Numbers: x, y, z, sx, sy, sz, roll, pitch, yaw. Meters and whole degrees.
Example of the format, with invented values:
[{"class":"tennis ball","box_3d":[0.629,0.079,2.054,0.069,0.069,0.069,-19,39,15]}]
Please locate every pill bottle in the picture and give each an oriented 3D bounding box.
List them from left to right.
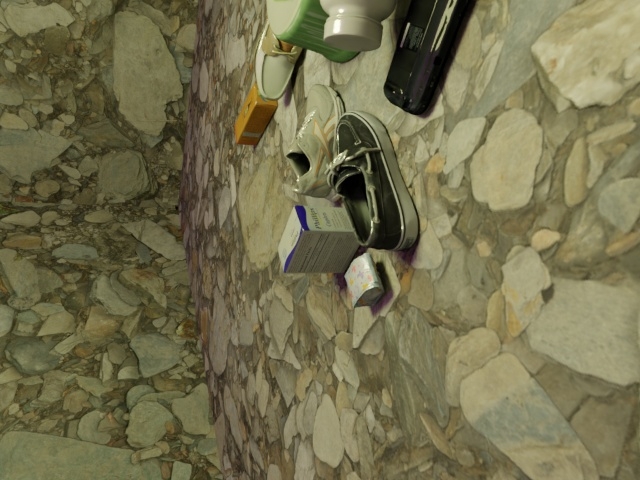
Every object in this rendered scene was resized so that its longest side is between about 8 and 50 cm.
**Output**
[{"class":"pill bottle","box_3d":[0.062,-0.414,0.621,0.121,0.121,0.216,28,113,61]}]

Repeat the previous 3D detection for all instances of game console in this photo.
[{"class":"game console","box_3d":[0.169,-0.370,0.578,0.213,0.043,0.362,-121,40,-49]}]

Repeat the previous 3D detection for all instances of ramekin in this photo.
[{"class":"ramekin","box_3d":[0.003,-0.522,0.795,0.303,0.148,0.304,-2,87,64]}]

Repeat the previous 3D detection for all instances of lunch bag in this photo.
[{"class":"lunch bag","box_3d":[0.082,0.072,0.734,0.083,0.053,0.071,109,152,-51]}]

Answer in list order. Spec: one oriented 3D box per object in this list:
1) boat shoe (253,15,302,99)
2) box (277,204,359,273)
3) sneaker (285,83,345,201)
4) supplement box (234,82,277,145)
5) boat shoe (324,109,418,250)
[{"class":"boat shoe","box_3d":[-0.101,-0.510,1.049,0.103,0.113,0.303,-122,42,-56]},{"class":"box","box_3d":[0.000,0.000,0.805,0.126,0.137,0.072,116,145,-41]},{"class":"sneaker","box_3d":[-0.017,-0.214,0.862,0.099,0.120,0.263,-28,64,60]},{"class":"supplement box","box_3d":[-0.212,-0.399,1.317,0.233,0.080,0.078,142,123,-60]},{"class":"boat shoe","box_3d":[0.064,-0.115,0.713,0.113,0.104,0.307,-51,45,51]}]
